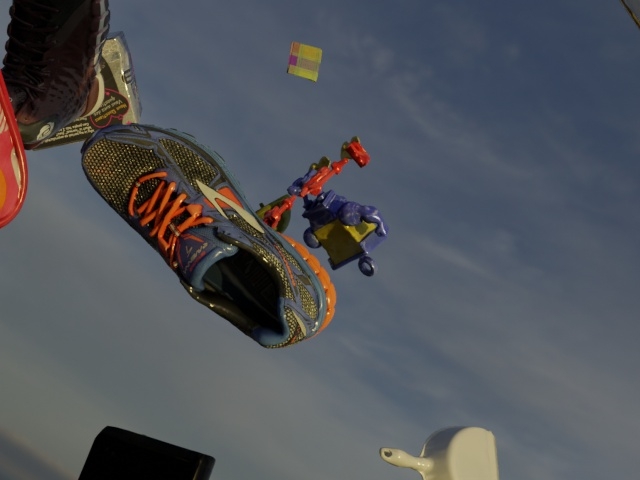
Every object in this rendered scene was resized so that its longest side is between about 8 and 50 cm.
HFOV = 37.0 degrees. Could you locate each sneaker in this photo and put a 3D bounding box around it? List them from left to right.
[{"bbox_3d":[-0.321,-0.203,1.076,0.106,0.162,0.281,27,-34,14],"label":"sneaker"},{"bbox_3d":[-0.082,-0.005,0.684,0.221,0.083,0.087,38,16,0],"label":"sneaker"}]

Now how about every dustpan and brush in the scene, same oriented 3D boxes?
[{"bbox_3d":[0.161,0.304,1.282,0.060,0.147,0.211,-21,-36,33],"label":"dustpan and brush"}]

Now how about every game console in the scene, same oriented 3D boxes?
[{"bbox_3d":[-0.103,0.325,0.940,0.361,0.213,0.044,11,-20,21],"label":"game console"}]

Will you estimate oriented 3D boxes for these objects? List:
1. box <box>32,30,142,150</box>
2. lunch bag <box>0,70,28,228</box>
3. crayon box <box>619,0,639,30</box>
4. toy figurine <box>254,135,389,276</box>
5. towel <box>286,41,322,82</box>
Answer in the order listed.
[{"bbox_3d":[-0.367,-0.235,1.477,0.247,0.163,0.142,-122,-160,-72],"label":"box"},{"bbox_3d":[-0.370,-0.096,0.653,0.120,0.293,0.258,-2,-75,56],"label":"lunch bag"},{"bbox_3d":[0.199,-0.196,0.539,0.202,0.081,0.318,66,15,21],"label":"crayon box"},{"bbox_3d":[0.000,0.000,1.691,0.217,0.191,0.362,49,-40,-10],"label":"toy figurine"},{"bbox_3d":[-0.029,-0.328,1.754,0.060,0.083,0.009,14,-34,-11],"label":"towel"}]
